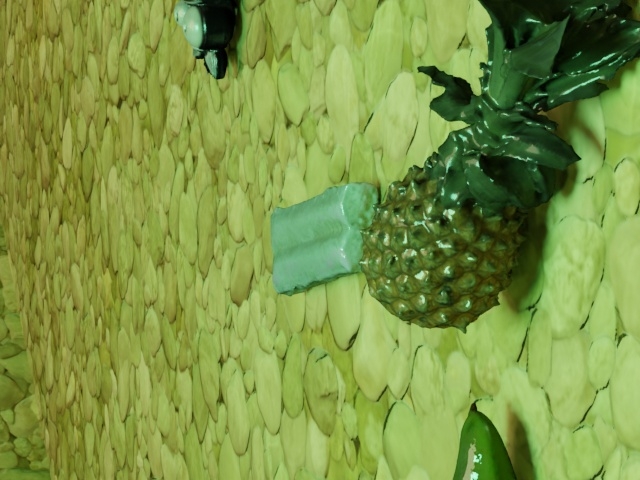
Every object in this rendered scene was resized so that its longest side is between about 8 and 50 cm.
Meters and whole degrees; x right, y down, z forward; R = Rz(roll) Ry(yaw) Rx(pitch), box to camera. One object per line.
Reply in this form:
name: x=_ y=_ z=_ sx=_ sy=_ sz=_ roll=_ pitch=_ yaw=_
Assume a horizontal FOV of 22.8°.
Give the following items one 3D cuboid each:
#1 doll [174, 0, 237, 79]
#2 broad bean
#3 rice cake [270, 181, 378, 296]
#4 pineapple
doll: x=-0.119 y=-0.278 z=1.714 sx=0.091 sy=0.067 sz=0.219 roll=-132 pitch=41 yaw=-55
broad bean: x=0.119 y=0.277 z=1.123 sx=0.075 sy=0.067 sz=0.325 roll=-10 pitch=-84 yaw=-79
rice cake: x=0.000 y=0.000 z=1.447 sx=0.226 sy=0.040 sz=0.085 roll=160 pitch=107 yaw=-70
pineapple: x=0.110 y=-0.057 z=1.030 sx=0.130 sy=0.119 sz=0.277 roll=-85 pitch=11 yaw=-47
